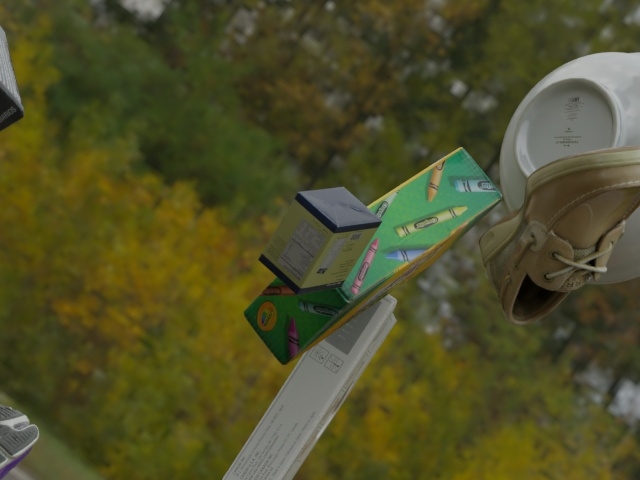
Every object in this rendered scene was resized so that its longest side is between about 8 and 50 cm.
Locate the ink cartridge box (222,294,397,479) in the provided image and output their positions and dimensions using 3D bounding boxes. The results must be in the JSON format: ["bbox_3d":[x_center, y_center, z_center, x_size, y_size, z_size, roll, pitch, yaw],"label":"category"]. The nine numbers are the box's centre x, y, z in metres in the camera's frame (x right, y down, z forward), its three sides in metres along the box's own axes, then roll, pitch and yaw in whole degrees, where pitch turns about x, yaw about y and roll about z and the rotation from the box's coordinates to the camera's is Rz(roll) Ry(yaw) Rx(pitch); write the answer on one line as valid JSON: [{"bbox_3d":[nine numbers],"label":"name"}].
[{"bbox_3d":[-0.010,0.193,2.289,0.066,0.296,0.261,33,-5,5],"label":"ink cartridge box"}]

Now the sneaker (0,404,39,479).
[{"bbox_3d":[-0.272,0.179,1.301,0.068,0.170,0.071,37,-30,28],"label":"sneaker"}]

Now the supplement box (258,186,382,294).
[{"bbox_3d":[0.000,0.000,1.771,0.056,0.083,0.083,42,25,23],"label":"supplement box"}]

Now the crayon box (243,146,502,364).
[{"bbox_3d":[0.060,0.016,2.076,0.081,0.278,0.165,52,-39,6],"label":"crayon box"}]

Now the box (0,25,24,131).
[{"bbox_3d":[-0.418,-0.195,1.681,0.270,0.165,0.143,50,12,-41],"label":"box"}]

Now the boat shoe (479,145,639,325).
[{"bbox_3d":[0.231,-0.002,1.697,0.109,0.098,0.302,-3,-19,-18],"label":"boat shoe"}]

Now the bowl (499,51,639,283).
[{"bbox_3d":[0.323,-0.106,2.200,0.298,0.298,0.134,31,4,40],"label":"bowl"}]
